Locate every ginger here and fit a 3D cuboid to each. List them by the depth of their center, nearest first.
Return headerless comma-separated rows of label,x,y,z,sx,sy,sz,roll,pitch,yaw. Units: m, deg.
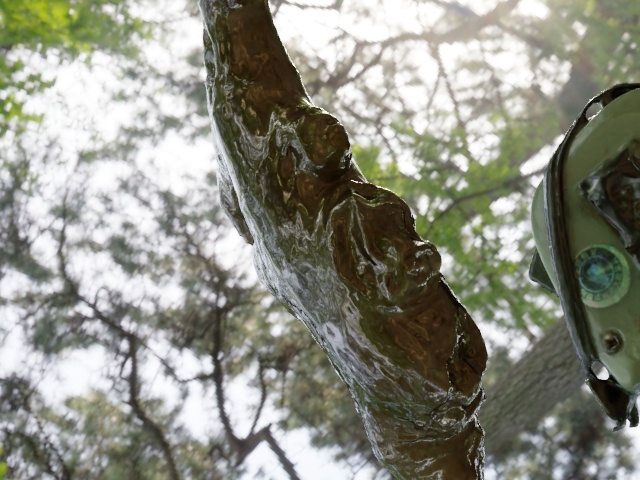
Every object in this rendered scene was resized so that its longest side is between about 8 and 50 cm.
ginger,0.001,0.002,0.578,0.080,0.166,0.333,-24,-108,-32

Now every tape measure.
tape measure,0.252,-0.003,0.814,0.115,0.235,0.207,6,-141,-55
